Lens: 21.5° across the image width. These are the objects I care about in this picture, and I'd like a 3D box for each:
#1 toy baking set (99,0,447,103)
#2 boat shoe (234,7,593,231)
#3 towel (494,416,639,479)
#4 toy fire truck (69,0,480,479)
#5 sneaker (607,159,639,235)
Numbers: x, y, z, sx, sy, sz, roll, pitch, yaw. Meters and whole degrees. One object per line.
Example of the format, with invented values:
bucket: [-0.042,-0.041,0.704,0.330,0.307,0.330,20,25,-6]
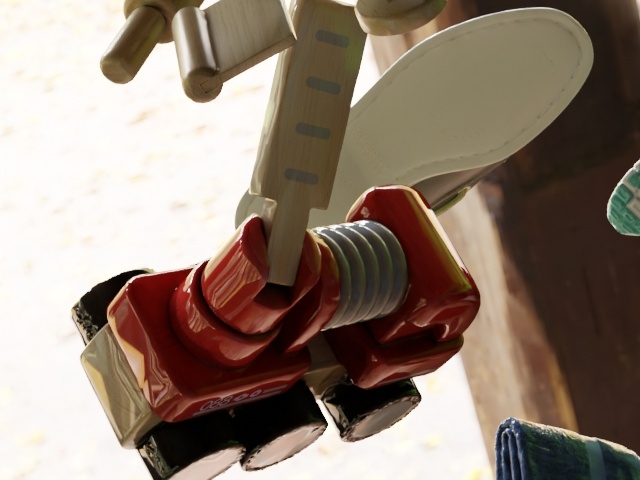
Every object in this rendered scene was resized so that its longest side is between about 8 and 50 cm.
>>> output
toy baking set: [0.016,-0.140,0.741,0.196,0.030,0.256,-6,39,24]
boat shoe: [0.075,-0.074,1.295,0.305,0.109,0.091,-33,-13,10]
towel: [0.166,0.154,1.084,0.029,0.119,0.067,-37,45,46]
toy fire truck: [0.000,0.000,0.926,0.217,0.158,0.246,-9,-28,-43]
sneaker: [0.295,-0.062,1.324,0.166,0.065,0.076,-39,-2,2]
